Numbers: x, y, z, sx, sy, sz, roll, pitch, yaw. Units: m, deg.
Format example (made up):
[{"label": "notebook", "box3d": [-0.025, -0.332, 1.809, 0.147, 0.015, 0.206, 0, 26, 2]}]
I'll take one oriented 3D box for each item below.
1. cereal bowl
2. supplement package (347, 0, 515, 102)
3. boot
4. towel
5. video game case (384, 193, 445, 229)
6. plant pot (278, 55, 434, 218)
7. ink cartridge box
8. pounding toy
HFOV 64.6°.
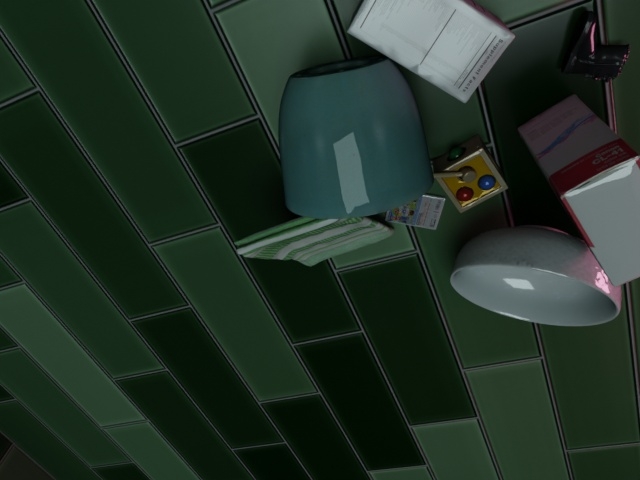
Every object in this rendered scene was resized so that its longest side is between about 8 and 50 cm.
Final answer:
[{"label": "cereal bowl", "box3d": [0.465, 0.063, 1.102, 0.339, 0.141, 0.339, 16, 161, 6]}, {"label": "supplement package", "box3d": [0.187, -0.374, 0.882, 0.244, 0.134, 0.139, 28, 123, -11]}, {"label": "boot", "box3d": [0.502, -0.345, 0.909, 0.099, 0.045, 0.121, 9, 133, 5]}, {"label": "towel", "box3d": [0.000, 0.000, 1.104, 0.247, 0.038, 0.325, -20, 164, 22]}, {"label": "video game case", "box3d": [0.216, -0.072, 1.167, 0.122, 0.011, 0.087, 10, 126, 1]}, {"label": "plant pot", "box3d": [0.053, -0.206, 0.943, 0.293, 0.293, 0.235, -6, 114, 13]}, {"label": "ink cartridge box", "box3d": [0.496, -0.103, 0.920, 0.131, 0.306, 0.226, -31, 115, 26]}, {"label": "pounding toy", "box3d": [0.295, -0.137, 1.053, 0.130, 0.100, 0.141, -30, 116, 26]}]
